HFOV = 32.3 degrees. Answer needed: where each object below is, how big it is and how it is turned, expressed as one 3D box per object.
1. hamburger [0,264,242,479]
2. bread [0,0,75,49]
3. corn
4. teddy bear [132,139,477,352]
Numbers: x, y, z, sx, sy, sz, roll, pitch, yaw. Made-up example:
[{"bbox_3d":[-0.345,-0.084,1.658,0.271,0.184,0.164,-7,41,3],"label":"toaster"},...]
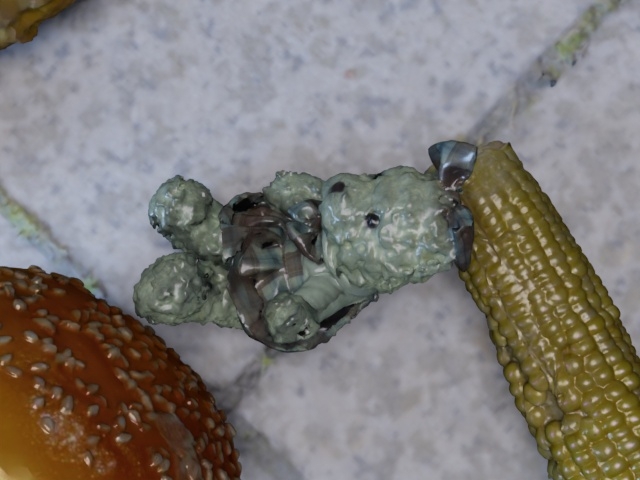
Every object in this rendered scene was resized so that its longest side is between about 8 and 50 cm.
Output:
[{"bbox_3d":[-0.147,0.108,0.600,0.236,0.237,0.147,29,102,3],"label":"hamburger"},{"bbox_3d":[-0.244,-0.249,0.668,0.274,0.149,0.274,0,88,7],"label":"bread"},{"bbox_3d":[0.147,0.072,0.663,0.086,0.086,0.288,-26,83,-2],"label":"corn"},{"bbox_3d":[0.000,0.014,0.653,0.213,0.111,0.133,-9,45,17],"label":"teddy bear"}]
